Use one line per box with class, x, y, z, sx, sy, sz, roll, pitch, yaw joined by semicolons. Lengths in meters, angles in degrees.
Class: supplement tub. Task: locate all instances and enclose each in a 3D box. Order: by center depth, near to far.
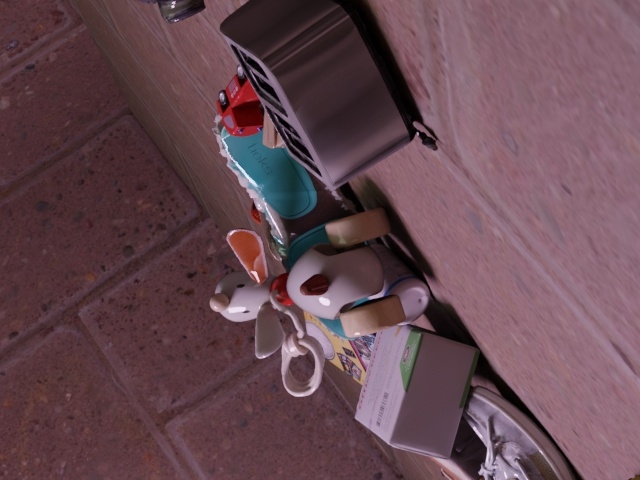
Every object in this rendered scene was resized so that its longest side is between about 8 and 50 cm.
supplement tub;0.094;0.059;1.782;0.107;0.071;0.071;47;168;49

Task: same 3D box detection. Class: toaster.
toaster;0.002;-0.155;1.299;0.168;0.110;0.185;59;171;-32

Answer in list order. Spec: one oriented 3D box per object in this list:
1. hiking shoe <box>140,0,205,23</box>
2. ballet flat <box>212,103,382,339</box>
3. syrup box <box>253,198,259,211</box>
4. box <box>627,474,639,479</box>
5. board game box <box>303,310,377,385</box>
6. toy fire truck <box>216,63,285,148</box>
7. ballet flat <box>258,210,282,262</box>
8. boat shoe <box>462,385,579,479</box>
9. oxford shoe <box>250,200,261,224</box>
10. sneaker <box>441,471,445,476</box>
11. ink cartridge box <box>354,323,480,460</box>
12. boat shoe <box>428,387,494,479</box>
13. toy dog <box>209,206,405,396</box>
hiking shoe;-0.238;-0.400;1.904;0.227;0.086;0.114;38;149;47
ballet flat;-0.011;-0.053;1.860;0.409;0.147;0.147;63;170;-26
syrup box;0.000;0.000;2.014;0.237;0.093;0.096;54;172;13
box;0.328;0.268;1.272;0.087;0.058;0.232;53;172;12
board game box;0.069;0.171;2.185;0.243;0.042;0.165;34;148;34
toy fire truck;-0.060;-0.164;1.628;0.192;0.047;0.135;-46;58;52
ballet flat;-0.074;-0.076;1.957;0.084;0.058;0.250;-3;-105;-51
boat shoe;0.275;0.328;1.680;0.320;0.103;0.118;54;172;14
oxford shoe;-0.023;-0.009;2.211;0.098;0.097;0.271;37;-172;-33
sneaker;0.240;0.385;2.241;0.162;0.073;0.063;56;172;-1
ink cartridge box;0.127;0.197;1.795;0.093;0.154;0.212;16;178;-13
boat shoe;0.214;0.303;1.901;0.116;0.123;0.324;58;174;-32
toy dog;-0.040;0.070;1.732;0.333;0.161;0.220;-41;70;40
